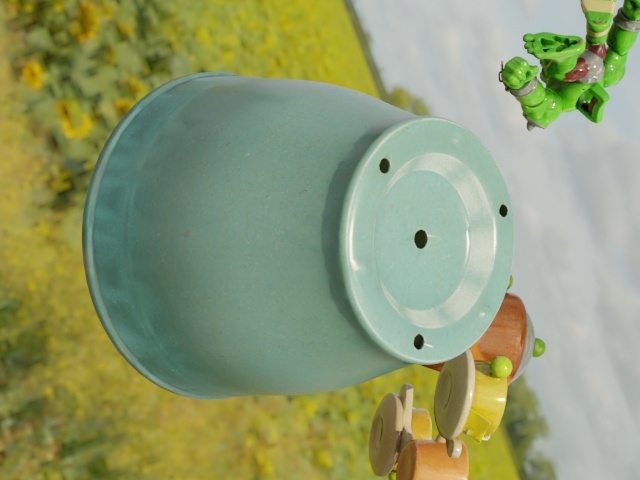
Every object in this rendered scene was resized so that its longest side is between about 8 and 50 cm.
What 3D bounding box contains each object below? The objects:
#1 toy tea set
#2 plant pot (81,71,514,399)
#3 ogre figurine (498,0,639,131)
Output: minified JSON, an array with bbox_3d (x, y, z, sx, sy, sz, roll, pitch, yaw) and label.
[{"bbox_3d":[0.134,0.196,1.645,0.200,0.124,0.336,-95,-159,-49],"label":"toy tea set"},{"bbox_3d":[0.000,0.000,1.316,0.255,0.272,0.271,2,-58,47],"label":"plant pot"},{"bbox_3d":[0.274,-0.188,1.827,0.097,0.197,0.118,25,-35,23],"label":"ogre figurine"}]
